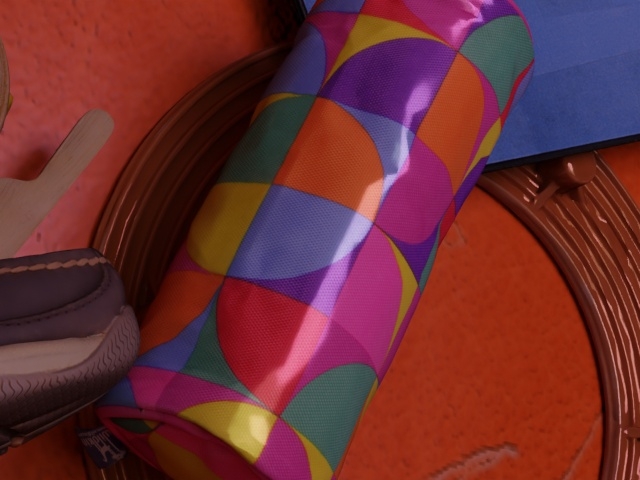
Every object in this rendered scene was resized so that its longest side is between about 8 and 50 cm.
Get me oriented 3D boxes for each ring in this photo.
[{"bbox_3d":[0.051,0.064,0.808,0.336,0.032,0.336,10,71,-31],"label":"ring"}]

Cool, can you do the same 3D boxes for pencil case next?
[{"bbox_3d":[0.000,0.000,0.711,0.104,0.104,0.236,36,68,-20],"label":"pencil case"}]

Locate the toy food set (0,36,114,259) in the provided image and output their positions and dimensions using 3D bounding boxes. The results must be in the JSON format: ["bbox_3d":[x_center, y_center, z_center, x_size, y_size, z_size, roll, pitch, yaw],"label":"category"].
[{"bbox_3d":[-0.182,-0.066,0.696,0.192,0.038,0.132,44,50,-9],"label":"toy food set"}]

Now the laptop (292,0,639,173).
[{"bbox_3d":[0.178,-0.264,0.844,0.236,0.408,0.382,3,66,-65],"label":"laptop"}]

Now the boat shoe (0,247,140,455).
[{"bbox_3d":[-0.228,0.024,0.564,0.355,0.132,0.130,-6,74,-28],"label":"boat shoe"}]
